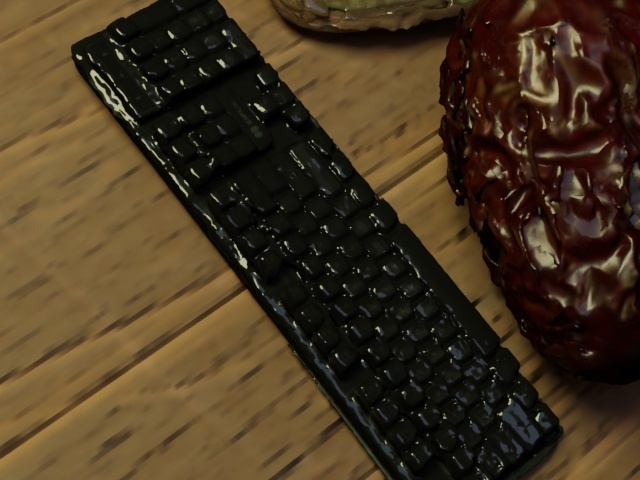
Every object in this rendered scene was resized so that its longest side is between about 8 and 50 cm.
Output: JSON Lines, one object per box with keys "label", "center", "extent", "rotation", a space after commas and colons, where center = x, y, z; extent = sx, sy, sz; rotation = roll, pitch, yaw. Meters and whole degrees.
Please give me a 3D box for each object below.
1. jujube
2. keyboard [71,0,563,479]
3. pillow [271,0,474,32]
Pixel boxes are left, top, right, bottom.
{"label": "jujube", "center": [0.093, -0.029, 0.583], "extent": [0.104, 0.104, 0.165], "rotation": [1, 69, -18]}
{"label": "keyboard", "center": [0.000, 0.000, 0.582], "extent": [0.072, 0.023, 0.231], "rotation": [-34, 81, -30]}
{"label": "pillow", "center": [0.014, -0.183, 0.662], "extent": [0.135, 0.034, 0.211], "rotation": [-13, 73, -25]}
